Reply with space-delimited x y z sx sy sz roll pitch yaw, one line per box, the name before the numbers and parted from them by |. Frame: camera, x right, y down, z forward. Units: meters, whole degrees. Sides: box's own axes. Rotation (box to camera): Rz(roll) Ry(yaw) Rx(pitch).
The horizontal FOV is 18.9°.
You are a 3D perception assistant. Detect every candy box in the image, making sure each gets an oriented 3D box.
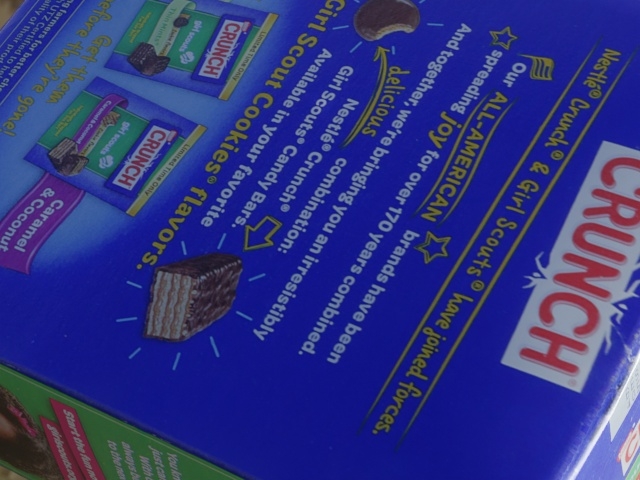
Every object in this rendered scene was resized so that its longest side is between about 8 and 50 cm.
candy box | 0.000 0.000 0.801 0.317 0.122 0.268 22 62 24
